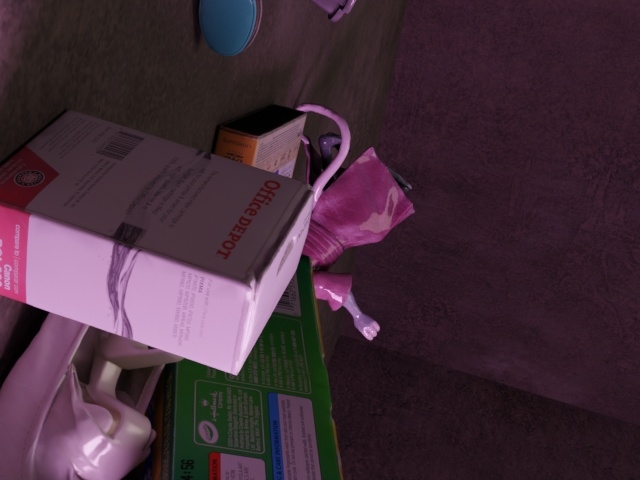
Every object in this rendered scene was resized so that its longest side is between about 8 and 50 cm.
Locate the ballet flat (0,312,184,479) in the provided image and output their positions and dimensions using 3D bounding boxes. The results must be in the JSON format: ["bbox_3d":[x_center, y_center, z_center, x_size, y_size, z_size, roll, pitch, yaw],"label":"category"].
[{"bbox_3d":[-0.180,0.110,0.880,0.139,0.139,0.400,81,31,-73],"label":"ballet flat"}]

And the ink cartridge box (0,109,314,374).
[{"bbox_3d":[-0.131,-0.005,0.783,0.158,0.218,0.092,-62,166,-56],"label":"ink cartridge box"}]

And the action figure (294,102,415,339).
[{"bbox_3d":[0.000,0.000,1.729,0.370,0.248,0.276,-55,143,-17],"label":"action figure"}]

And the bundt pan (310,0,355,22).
[{"bbox_3d":[0.032,-0.427,1.170,0.331,0.124,0.331,-157,-90,-78],"label":"bundt pan"}]

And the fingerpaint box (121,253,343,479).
[{"bbox_3d":[-0.118,0.269,1.035,0.445,0.163,0.371,-99,-156,-55],"label":"fingerpaint box"}]

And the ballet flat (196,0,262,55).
[{"bbox_3d":[-0.091,-0.282,1.050,0.213,0.072,0.068,93,9,-59],"label":"ballet flat"}]

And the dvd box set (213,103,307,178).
[{"bbox_3d":[-0.122,0.022,1.490,0.307,0.062,0.420,-50,155,-72],"label":"dvd box set"}]
